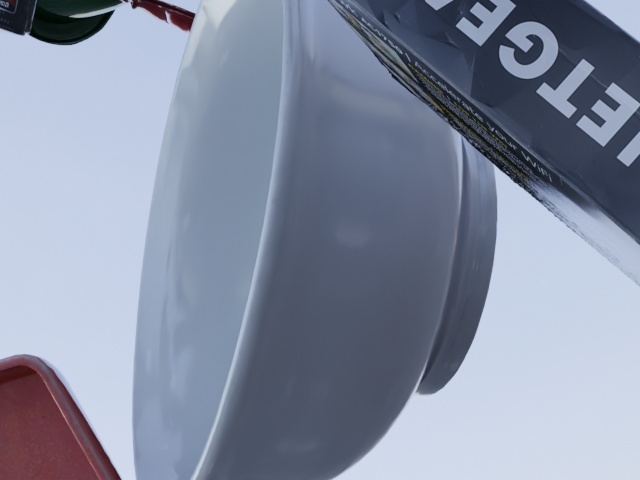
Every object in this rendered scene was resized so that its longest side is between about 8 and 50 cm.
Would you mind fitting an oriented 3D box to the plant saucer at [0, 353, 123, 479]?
[{"bbox_3d":[-0.181,0.186,0.786,0.259,0.258,0.048,-18,19,26],"label":"plant saucer"}]

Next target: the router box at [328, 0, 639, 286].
[{"bbox_3d":[0.077,-0.038,0.456,0.046,0.179,0.133,-48,-24,3],"label":"router box"}]

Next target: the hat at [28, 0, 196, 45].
[{"bbox_3d":[-0.140,-0.236,1.195,0.208,0.183,0.173,11,-91,-58],"label":"hat"}]

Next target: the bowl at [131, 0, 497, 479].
[{"bbox_3d":[0.000,0.000,0.730,0.134,0.298,0.298,10,-44,-15],"label":"bowl"}]

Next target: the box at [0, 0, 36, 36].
[{"bbox_3d":[-0.232,-0.242,0.755,0.270,0.060,0.216,15,-93,-62],"label":"box"}]
